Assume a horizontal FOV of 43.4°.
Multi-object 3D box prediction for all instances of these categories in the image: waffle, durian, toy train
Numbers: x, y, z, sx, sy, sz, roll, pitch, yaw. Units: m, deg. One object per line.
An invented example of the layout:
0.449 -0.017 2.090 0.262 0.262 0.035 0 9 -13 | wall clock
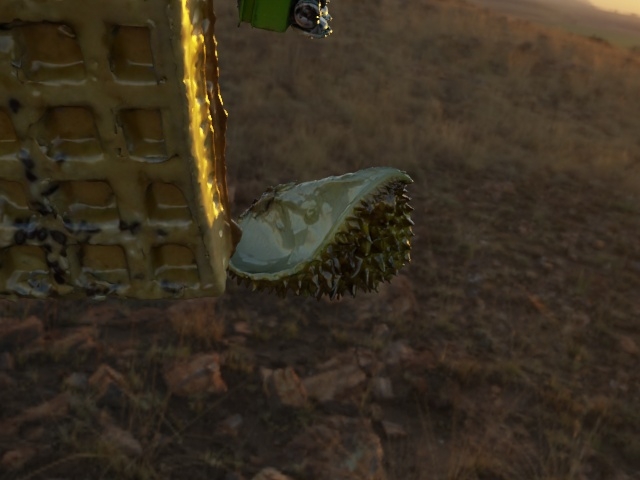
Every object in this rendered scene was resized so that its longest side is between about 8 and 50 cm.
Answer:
-0.191 -0.122 0.553 0.261 0.376 0.114 -1 38 1 | waffle
0.000 0.000 0.885 0.144 0.139 0.252 14 -14 -41 | durian
-0.026 -0.223 0.676 0.081 0.060 0.202 10 31 -7 | toy train
